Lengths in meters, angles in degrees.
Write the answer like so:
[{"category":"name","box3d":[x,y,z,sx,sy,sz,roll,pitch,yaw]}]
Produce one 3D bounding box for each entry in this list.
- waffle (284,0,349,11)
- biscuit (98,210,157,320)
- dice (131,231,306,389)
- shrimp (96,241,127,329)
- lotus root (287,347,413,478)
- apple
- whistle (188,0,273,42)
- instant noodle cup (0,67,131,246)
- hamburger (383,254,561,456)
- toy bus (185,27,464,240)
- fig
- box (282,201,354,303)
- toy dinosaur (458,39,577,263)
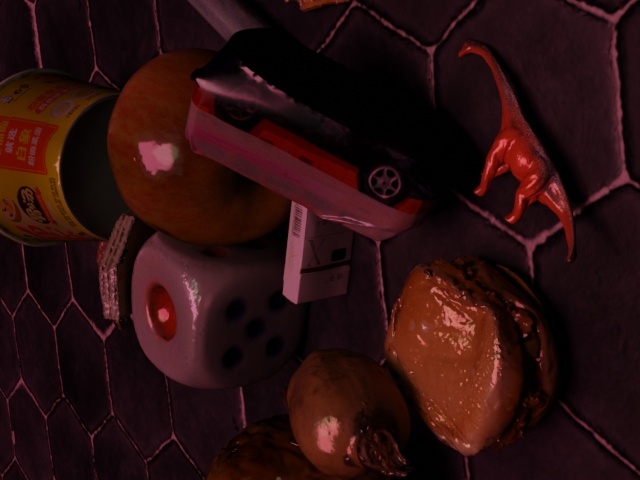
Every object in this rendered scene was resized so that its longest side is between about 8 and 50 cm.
[{"category":"waffle","box3d":[-0.004,-0.334,1.274,0.135,0.021,0.092,1,100,53]},{"category":"biscuit","box3d":[-0.254,0.019,1.528,0.046,0.250,0.147,5,107,20]},{"category":"dice","box3d":[-0.144,0.084,1.428,0.193,0.191,0.194,26,121,45]},{"category":"shrimp","box3d":[-0.374,0.073,1.864,0.101,0.042,0.190,9,105,44]},{"category":"lotus root","box3d":[0.033,0.194,1.116,0.125,0.118,0.221,-43,27,3]},{"category":"apple","box3d":[-0.139,-0.116,1.323,0.264,0.264,0.264,18,113,50]},{"category":"whistle","box3d":[-0.145,-0.336,1.431,0.312,0.062,0.062,49,135,34]},{"category":"instant noodle cup","box3d":[-0.384,-0.126,1.631,0.221,0.311,0.311,8,106,42]},{"category":"hamburger","box3d":[0.159,0.126,1.097,0.213,0.108,0.214,19,113,51]},{"category":"toy bus","box3d":[0.002,-0.116,1.134,0.302,0.127,0.147,28,137,0]},{"category":"fig","box3d":[-0.028,0.298,1.315,0.369,0.286,0.286,-108,28,-54]},{"category":"box","box3d":[0.000,0.000,1.301,0.040,0.084,0.154,28,120,45]},{"category":"toy dinosaur","box3d":[0.197,-0.090,1.043,0.101,0.055,0.280,-53,55,34]}]
